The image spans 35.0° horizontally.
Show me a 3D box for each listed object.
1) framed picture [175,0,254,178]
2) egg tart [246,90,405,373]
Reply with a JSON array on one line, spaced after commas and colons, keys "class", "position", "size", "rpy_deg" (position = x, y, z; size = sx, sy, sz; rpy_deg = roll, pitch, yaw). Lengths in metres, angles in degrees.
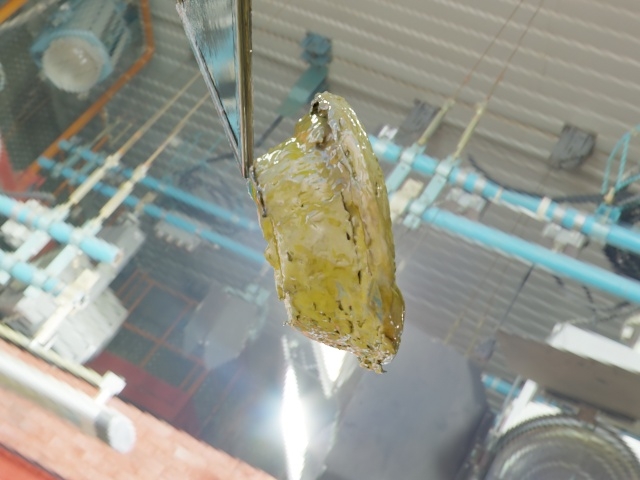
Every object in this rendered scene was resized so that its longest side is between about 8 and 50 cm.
[{"class": "framed picture", "position": [-0.079, -0.192, 0.706], "size": [0.252, 0.014, 0.197], "rpy_deg": [94, -24, -56]}, {"class": "egg tart", "position": [0.000, 0.000, 1.175], "size": [0.133, 0.345, 0.345], "rpy_deg": [-14, -43, -6]}]
